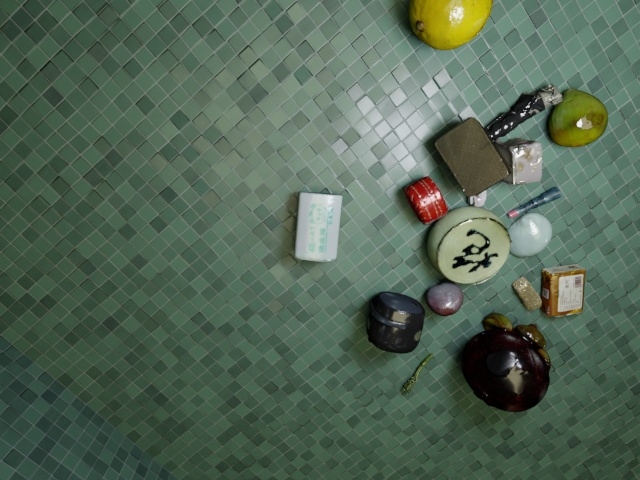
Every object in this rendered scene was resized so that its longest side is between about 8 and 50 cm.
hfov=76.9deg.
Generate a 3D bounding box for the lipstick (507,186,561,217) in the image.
[{"bbox_3d":[0.954,-0.163,1.805,0.234,0.053,0.054,-27,106,5],"label":"lipstick"}]

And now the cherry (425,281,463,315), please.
[{"bbox_3d":[0.572,0.270,1.841,0.176,0.176,0.140,-26,124,3],"label":"cherry"}]

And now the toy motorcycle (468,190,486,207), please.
[{"bbox_3d":[0.670,-0.262,1.728,0.112,0.112,0.255,-12,107,0],"label":"toy motorcycle"}]

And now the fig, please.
[{"bbox_3d":[1.052,-0.497,1.641,0.207,0.207,0.230,5,106,-5],"label":"fig"}]

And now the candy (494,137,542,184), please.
[{"bbox_3d":[0.820,-0.335,1.677,0.137,0.195,0.185,-12,110,2],"label":"candy"}]

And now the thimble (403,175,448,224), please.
[{"bbox_3d":[0.450,-0.166,1.712,0.125,0.163,0.190,-31,105,6],"label":"thimble"}]

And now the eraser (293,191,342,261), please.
[{"bbox_3d":[-0.012,-0.059,1.729,0.189,0.104,0.290,4,98,-3],"label":"eraser"}]

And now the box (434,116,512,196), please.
[{"bbox_3d":[0.615,-0.331,1.613,0.184,0.143,0.273,-35,79,32],"label":"box"}]

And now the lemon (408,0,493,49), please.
[{"bbox_3d":[0.472,-0.847,1.461,0.296,0.297,0.297,-1,106,-4],"label":"lemon"}]

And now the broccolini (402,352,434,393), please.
[{"bbox_3d":[0.489,0.661,2.013,0.054,0.051,0.239,34,94,-6],"label":"broccolini"}]

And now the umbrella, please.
[{"bbox_3d":[0.811,-0.520,1.665,0.357,0.113,0.106,-33,103,8],"label":"umbrella"}]

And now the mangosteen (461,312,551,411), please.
[{"bbox_3d":[0.848,0.555,1.842,0.380,0.381,0.422,22,90,-10],"label":"mangosteen"}]

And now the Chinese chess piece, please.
[{"bbox_3d":[0.645,0.024,1.760,0.349,0.146,0.350,-1,116,-3],"label":"Chinese chess piece"}]

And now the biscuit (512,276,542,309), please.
[{"bbox_3d":[0.987,0.254,1.916,0.082,0.070,0.168,-34,107,15],"label":"biscuit"}]

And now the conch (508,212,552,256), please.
[{"bbox_3d":[0.939,-0.018,1.823,0.184,0.121,0.221,17,111,22],"label":"conch"}]

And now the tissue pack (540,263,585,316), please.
[{"bbox_3d":[1.150,0.239,1.910,0.183,0.092,0.226,-7,107,-2],"label":"tissue pack"}]

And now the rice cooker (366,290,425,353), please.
[{"bbox_3d":[0.330,0.371,1.814,0.267,0.267,0.225,12,107,-7],"label":"rice cooker"}]
